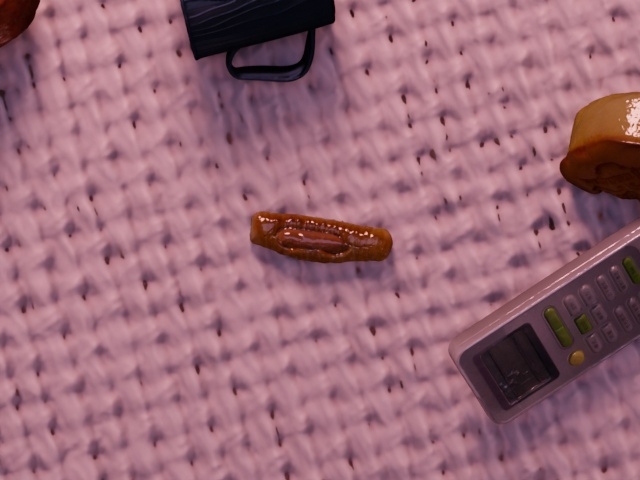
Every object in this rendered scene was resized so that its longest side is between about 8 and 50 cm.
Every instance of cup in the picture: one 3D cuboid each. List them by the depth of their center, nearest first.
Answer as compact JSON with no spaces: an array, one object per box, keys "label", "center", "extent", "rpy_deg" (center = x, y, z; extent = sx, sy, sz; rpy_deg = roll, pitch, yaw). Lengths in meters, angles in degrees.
[{"label":"cup","center":[-0.061,-0.229,1.865],"extent":[0.138,0.150,0.113],"rpy_deg":[-13,54,-1]}]

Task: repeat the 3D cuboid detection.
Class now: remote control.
[{"label":"remote control","center":[0.243,0.069,1.855],"extent":[0.250,0.034,0.103],"rpy_deg":[-32,120,1]}]

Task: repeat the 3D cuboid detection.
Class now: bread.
[{"label":"bread","center":[0.303,-0.085,1.837],"extent":[0.156,0.125,0.086],"rpy_deg":[10,71,6]}]

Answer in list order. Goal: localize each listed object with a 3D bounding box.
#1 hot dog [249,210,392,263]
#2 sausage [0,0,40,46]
[{"label":"hot dog","center":[0.000,0.000,1.886],"extent":[0.137,0.028,0.044],"rpy_deg":[10,96,0]},{"label":"sausage","center":[-0.364,-0.297,1.844],"extent":[0.153,0.141,0.268],"rpy_deg":[-26,91,0]}]
